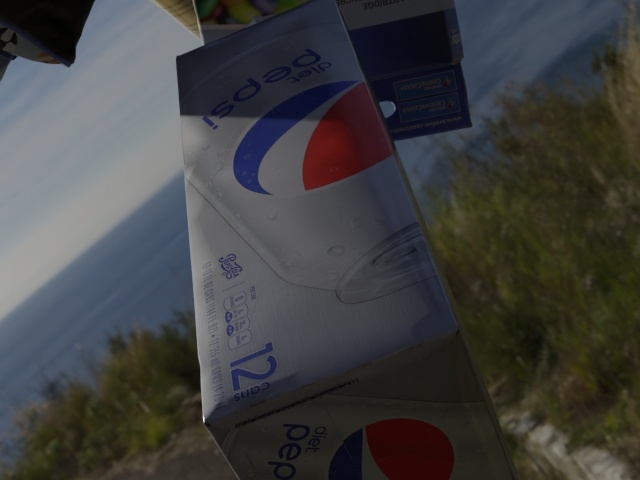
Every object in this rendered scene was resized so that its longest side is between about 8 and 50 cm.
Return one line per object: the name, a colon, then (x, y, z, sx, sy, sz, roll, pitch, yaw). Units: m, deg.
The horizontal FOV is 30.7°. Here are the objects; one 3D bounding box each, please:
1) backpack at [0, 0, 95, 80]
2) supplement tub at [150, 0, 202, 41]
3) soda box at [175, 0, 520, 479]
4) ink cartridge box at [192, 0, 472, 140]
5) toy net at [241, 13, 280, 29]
backpack: (-0.288, -0.204, 0.716, 0.213, 0.263, 0.276, -58, -24, 0)
supplement tub: (-0.065, -0.291, 1.073, 0.228, 0.316, 0.228, -39, 30, 28)
soda box: (0.000, 0.000, 0.507, 0.091, 0.098, 0.286, -21, 34, 5)
ink cartridge box: (-0.006, -0.215, 0.852, 0.186, 0.311, 0.065, -9, 12, 17)
toy net: (-0.020, -0.089, 0.752, 0.045, 0.122, 0.232, -41, -22, -15)
